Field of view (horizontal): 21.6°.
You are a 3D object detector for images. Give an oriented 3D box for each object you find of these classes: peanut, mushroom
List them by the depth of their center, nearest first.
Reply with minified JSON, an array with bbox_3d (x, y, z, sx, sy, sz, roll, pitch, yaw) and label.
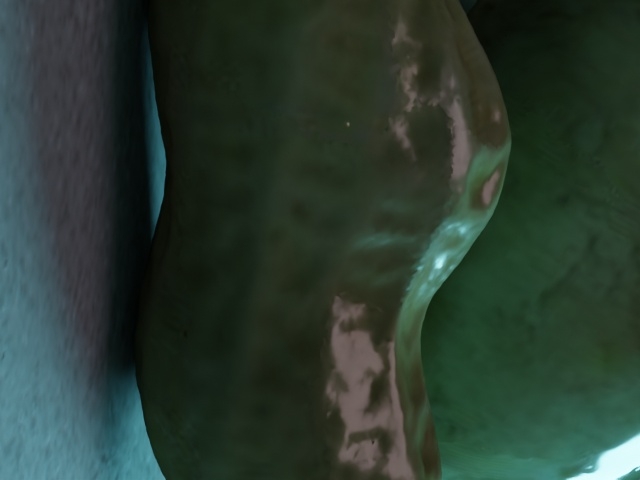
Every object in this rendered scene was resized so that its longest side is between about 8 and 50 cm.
[{"bbox_3d":[0.000,0.000,0.582,0.111,0.125,0.274,-93,-175,-74],"label":"peanut"},{"bbox_3d":[0.110,-0.017,0.832,0.352,0.260,0.352,-52,173,-9],"label":"mushroom"}]
